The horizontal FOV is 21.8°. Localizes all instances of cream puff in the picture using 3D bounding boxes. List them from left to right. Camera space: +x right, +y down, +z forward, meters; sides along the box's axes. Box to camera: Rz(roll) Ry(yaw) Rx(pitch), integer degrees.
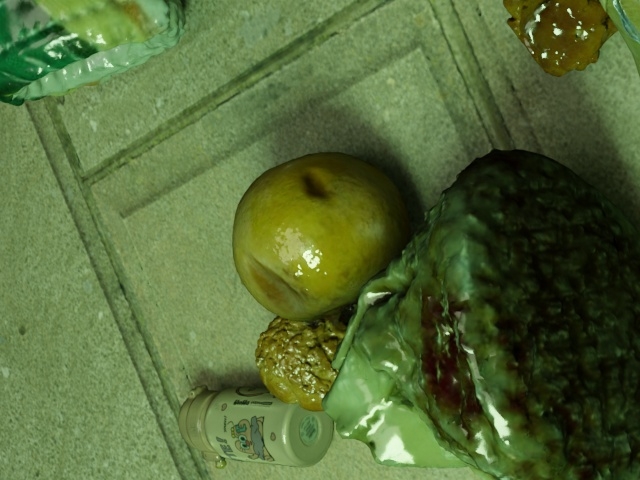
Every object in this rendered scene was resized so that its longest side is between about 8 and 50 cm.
[{"bbox_3d":[-0.006,0.139,2.016,0.144,0.126,0.103,25,156,-3],"label":"cream puff"},{"bbox_3d":[0.250,-0.231,1.729,0.122,0.094,0.116,3,112,0],"label":"cream puff"}]

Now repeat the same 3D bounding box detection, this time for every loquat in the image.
[{"bbox_3d":[-0.005,0.002,1.932,0.213,0.213,0.213,12,110,37],"label":"loquat"}]

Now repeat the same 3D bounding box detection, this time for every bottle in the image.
[{"bbox_3d":[-0.090,0.243,2.141,0.209,0.097,0.110,-1,102,41],"label":"bottle"}]

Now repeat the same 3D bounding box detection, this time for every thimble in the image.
[{"bbox_3d":[-0.306,-0.287,2.068,0.288,0.254,0.167,-22,88,35],"label":"thimble"}]

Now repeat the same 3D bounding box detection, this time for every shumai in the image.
[{"bbox_3d":[0.163,0.126,1.728,0.348,0.395,0.395,-22,87,40],"label":"shumai"}]

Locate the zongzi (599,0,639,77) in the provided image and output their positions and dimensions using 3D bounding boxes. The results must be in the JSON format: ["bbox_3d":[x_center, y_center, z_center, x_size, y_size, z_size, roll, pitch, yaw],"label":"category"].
[{"bbox_3d":[0.392,-0.200,1.547,0.256,0.228,0.115,14,72,34],"label":"zongzi"}]
